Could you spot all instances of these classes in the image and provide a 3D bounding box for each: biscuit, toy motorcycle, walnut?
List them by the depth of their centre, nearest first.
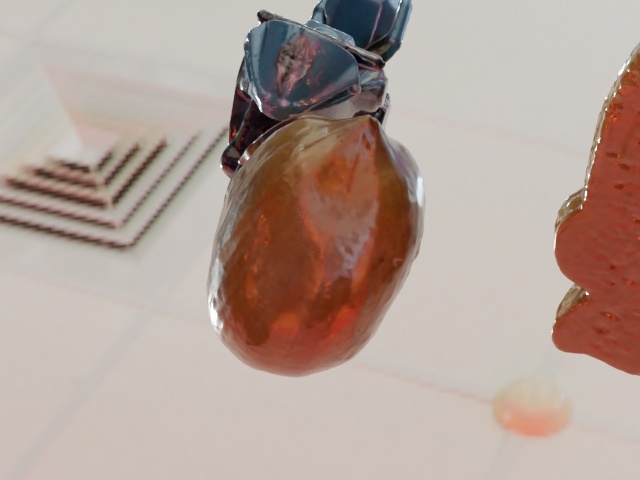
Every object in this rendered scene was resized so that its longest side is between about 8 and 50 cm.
[{"bbox_3d":[0.170,0.008,0.674,0.162,0.250,0.035,-1,-138,23],"label":"biscuit"},{"bbox_3d":[0.000,0.000,1.496,0.203,0.298,0.203,18,-141,-15],"label":"walnut"},{"bbox_3d":[0.012,-0.189,1.703,0.172,0.232,0.416,26,-135,10],"label":"toy motorcycle"}]
